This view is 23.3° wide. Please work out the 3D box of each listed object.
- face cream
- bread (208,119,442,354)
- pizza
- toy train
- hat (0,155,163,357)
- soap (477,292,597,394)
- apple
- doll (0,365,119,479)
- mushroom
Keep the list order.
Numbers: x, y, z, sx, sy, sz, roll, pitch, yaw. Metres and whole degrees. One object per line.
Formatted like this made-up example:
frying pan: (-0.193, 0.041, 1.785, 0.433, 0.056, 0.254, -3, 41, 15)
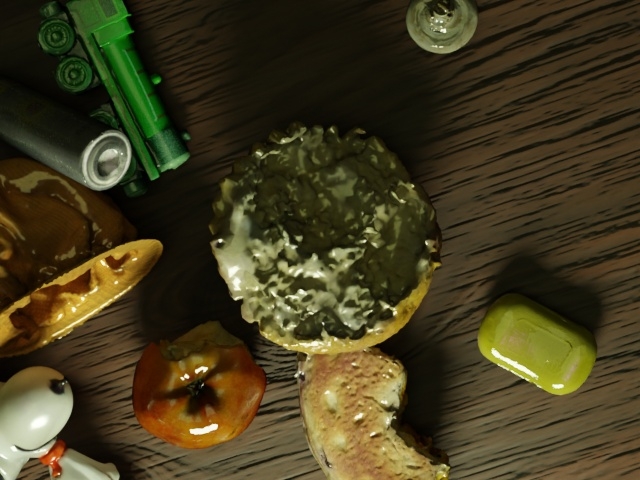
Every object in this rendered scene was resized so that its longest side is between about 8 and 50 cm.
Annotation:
face cream: (-0.332, -0.135, 1.794, 0.283, 0.073, 0.073, 26, 101, 39)
bread: (0.000, 0.000, 1.772, 0.274, 0.149, 0.274, 2, 81, -14)
pizza: (0.067, 0.231, 1.838, 0.161, 0.085, 0.305, -27, 85, 23)
toy train: (-0.245, -0.178, 1.839, 0.119, 0.085, 0.251, -27, 96, -6)
hat: (-0.349, -0.021, 1.838, 0.233, 0.244, 0.233, -22, 74, -32)
soap: (0.254, 0.121, 1.822, 0.140, 0.045, 0.089, 28, 102, 2)
apple: (-0.146, 0.177, 1.823, 0.156, 0.158, 0.147, 14, 100, 1)
doll: (-0.348, 0.270, 1.873, 0.208, 0.144, 0.271, -11, 116, 31)
mushroom: (0.139, -0.257, 1.777, 0.085, 0.079, 0.085, 1, 98, 5)
